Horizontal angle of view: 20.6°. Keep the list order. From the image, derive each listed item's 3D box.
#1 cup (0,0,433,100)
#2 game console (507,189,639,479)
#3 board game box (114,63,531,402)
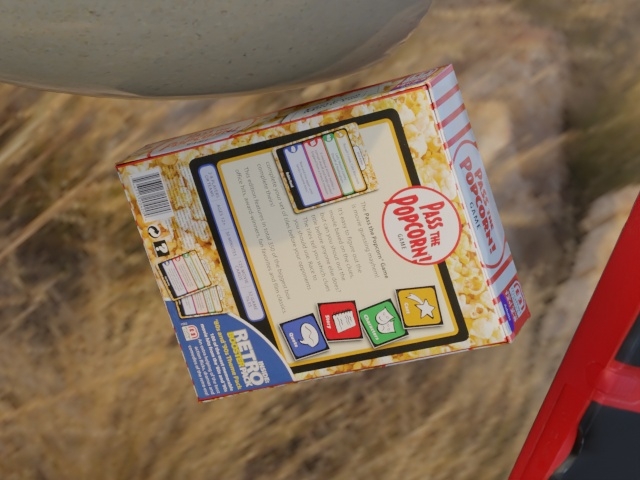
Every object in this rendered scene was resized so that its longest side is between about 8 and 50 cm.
[{"bbox_3d":[-0.126,-0.206,0.902,0.237,0.331,0.331,-24,81,-31],"label":"cup"},{"bbox_3d":[0.317,0.103,1.134,0.386,0.342,0.060,15,20,-29],"label":"game console"},{"bbox_3d":[0.000,0.000,0.955,0.045,0.193,0.147,-41,116,-61],"label":"board game box"}]
